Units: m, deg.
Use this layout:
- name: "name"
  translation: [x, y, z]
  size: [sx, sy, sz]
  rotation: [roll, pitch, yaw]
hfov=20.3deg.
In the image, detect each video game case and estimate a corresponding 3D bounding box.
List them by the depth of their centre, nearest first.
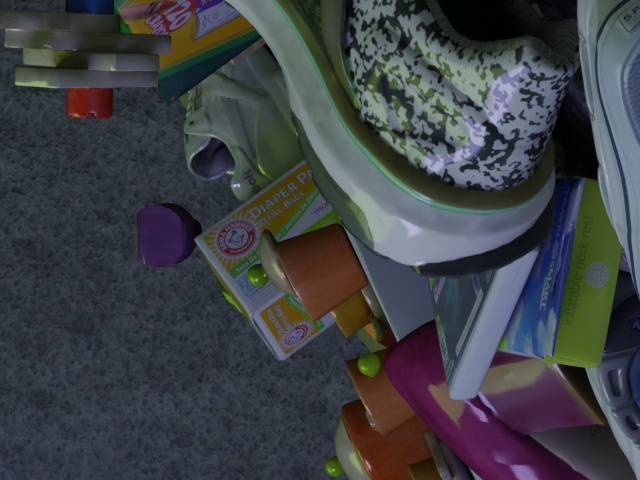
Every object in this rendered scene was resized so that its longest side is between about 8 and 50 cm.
- name: "video game case"
  translation: [0.091, -0.019, 1.111]
  size: [0.190, 0.022, 0.173]
  rotation: [102, 163, -58]

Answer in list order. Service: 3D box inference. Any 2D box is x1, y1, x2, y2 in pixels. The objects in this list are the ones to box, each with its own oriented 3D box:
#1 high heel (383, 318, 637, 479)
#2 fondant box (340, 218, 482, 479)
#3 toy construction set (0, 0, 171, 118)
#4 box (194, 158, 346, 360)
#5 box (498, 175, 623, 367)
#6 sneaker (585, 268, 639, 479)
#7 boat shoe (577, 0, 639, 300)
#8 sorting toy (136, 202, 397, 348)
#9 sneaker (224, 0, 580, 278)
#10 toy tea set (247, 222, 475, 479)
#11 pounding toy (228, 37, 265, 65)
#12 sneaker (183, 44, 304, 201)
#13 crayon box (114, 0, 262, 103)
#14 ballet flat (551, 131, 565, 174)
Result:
- name: "high heel"
  translation: [0.205, 0.195, 1.296]
  size: [0.181, 0.127, 0.377]
  rotation: [-12, 116, 50]
- name: "fondant box"
  translation: [0.122, 0.081, 1.539]
  size: [0.330, 0.096, 0.238]
  rotation: [58, -174, -49]
- name: "toy construction set"
  translation: [-0.196, -0.228, 1.074]
  size: [0.215, 0.151, 0.328]
  rotation: [-24, -77, -76]
- name: "box"
  translation: [0.000, 0.000, 1.713]
  size: [0.114, 0.203, 0.103]
  rotation: [50, 173, 33]
- name: "box"
  translation: [0.139, 0.018, 1.085]
  size: [0.042, 0.109, 0.178]
  rotation: [10, 178, -10]
- name: "sneaker"
  translation: [0.245, 0.134, 1.141]
  size: [0.297, 0.111, 0.129]
  rotation: [65, 178, -24]
- name: "boat shoe"
  translation: [0.172, -0.031, 0.828]
  size: [0.076, 0.083, 0.226]
  rotation: [-115, 5, -53]
- name: "sorting toy"
  translation: [-0.009, 0.022, 1.860]
  size: [0.365, 0.127, 0.126]
  rotation: [12, -171, 17]
- name: "sneaker"
  translation: [0.022, -0.189, 0.968]
  size: [0.410, 0.158, 0.182]
  rotation: [55, 143, 18]
- name: "toy tea set"
  translation: [0.024, 0.125, 1.593]
  size: [0.336, 0.124, 0.200]
  rotation: [62, -176, -18]
- name: "pounding toy"
  translation: [-0.123, -0.262, 1.683]
  size: [0.181, 0.094, 0.206]
  rotation: [55, 174, -14]
- name: "sneaker"
  translation: [-0.108, -0.157, 1.919]
  size: [0.305, 0.152, 0.114]
  rotation: [50, 175, 43]
- name: "crayon box"
  translation: [-0.092, -0.220, 1.313]
  size: [0.081, 0.165, 0.278]
  rotation: [52, 175, 15]
- name: "ballet flat"
  translation: [0.113, -0.078, 1.187]
  size: [0.173, 0.049, 0.057]
  rotation: [30, 144, 60]
